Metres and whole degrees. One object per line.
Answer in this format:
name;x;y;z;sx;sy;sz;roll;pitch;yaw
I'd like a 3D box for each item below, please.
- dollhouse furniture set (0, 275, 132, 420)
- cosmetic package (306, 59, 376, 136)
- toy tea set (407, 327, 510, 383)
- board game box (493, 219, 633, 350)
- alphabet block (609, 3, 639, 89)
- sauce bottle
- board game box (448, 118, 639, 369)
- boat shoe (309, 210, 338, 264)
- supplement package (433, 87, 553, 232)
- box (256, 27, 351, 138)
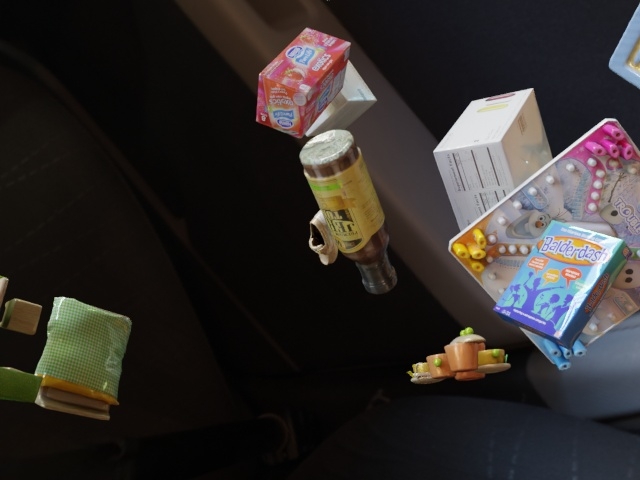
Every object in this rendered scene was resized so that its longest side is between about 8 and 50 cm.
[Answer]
dollhouse furniture set;-0.436;0.185;1.214;0.301;0.151;0.197;25;65;-39
cosmetic package;0.020;-0.380;1.890;0.151;0.151;0.183;56;30;7
toy tea set;0.336;0.263;1.713;0.200;0.336;0.124;-1;73;-11
board game box;0.434;0.075;1.292;0.047;0.160;0.210;41;80;-34
alphabet block;0.712;-0.388;1.363;0.197;0.193;0.192;-30;62;-31
sauce bottle;0.068;-0.040;1.355;0.111;0.111;0.344;-61;137;-41
board game box;0.519;0.027;1.403;0.390;0.390;0.050;45;16;-19
boat shoe;0.000;0.000;1.700;0.059;0.170;0.063;-37;52;-28
supplement package;0.374;-0.167;1.508;0.262;0.145;0.204;-50;124;-46
box;-0.038;-0.366;1.644;0.122;0.128;0.257;22;46;11
